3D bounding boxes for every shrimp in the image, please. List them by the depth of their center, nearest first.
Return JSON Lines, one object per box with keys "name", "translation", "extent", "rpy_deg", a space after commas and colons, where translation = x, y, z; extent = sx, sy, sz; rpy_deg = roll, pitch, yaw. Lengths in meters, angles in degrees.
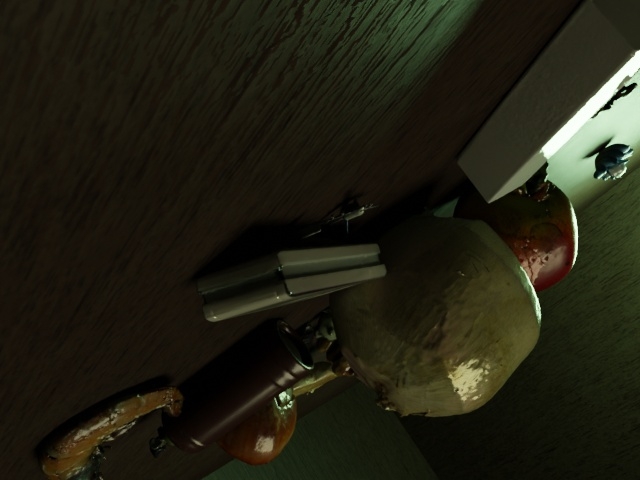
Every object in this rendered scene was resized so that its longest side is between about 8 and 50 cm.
{"name": "shrimp", "translation": [0.355, -0.204, 0.923], "extent": [0.117, 0.066, 0.262], "rpy_deg": [-50, 180, -1]}
{"name": "shrimp", "translation": [-0.301, 0.293, 1.051], "extent": [0.222, 0.054, 0.290], "rpy_deg": [-26, 155, -31]}

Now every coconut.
{"name": "coconut", "translation": [0.150, 0.115, 1.046], "extent": [0.254, 0.297, 0.297], "rpy_deg": [-34, 166, -14]}

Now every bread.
{"name": "bread", "translation": [-0.091, 0.360, 1.707], "extent": [0.315, 0.054, 0.316], "rpy_deg": [-23, 166, -6]}

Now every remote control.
{"name": "remote control", "translation": [-0.021, 0.039, 0.826], "extent": [0.102, 0.056, 0.277], "rpy_deg": [-18, 175, 25]}

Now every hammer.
{"name": "hammer", "translation": [0.000, 0.000, 0.856], "extent": [0.062, 0.013, 0.199], "rpy_deg": [-23, 171, 16]}

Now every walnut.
{"name": "walnut", "translation": [0.081, 0.201, 1.462], "extent": [0.170, 0.143, 0.069], "rpy_deg": [-29, 157, -25]}

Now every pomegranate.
{"name": "pomegranate", "translation": [0.315, -0.021, 1.155], "extent": [0.210, 0.210, 0.235], "rpy_deg": [-23, 135, -39]}

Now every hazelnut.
{"name": "hazelnut", "translation": [-0.132, 0.314, 1.316], "extent": [0.182, 0.182, 0.182], "rpy_deg": [-32, 166, -9]}

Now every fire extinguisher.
{"name": "fire extinguisher", "translation": [-0.168, 0.269, 1.188], "extent": [0.344, 0.102, 0.138], "rpy_deg": [-38, 167, 11]}

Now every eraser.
{"name": "eraser", "translation": [0.269, -0.158, 0.833], "extent": [0.076, 0.078, 0.298], "rpy_deg": [-27, 164, -28]}

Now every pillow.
{"name": "pillow", "translation": [-0.056, 0.218, 1.387], "extent": [0.090, 0.048, 0.150], "rpy_deg": [-25, 161, -23]}

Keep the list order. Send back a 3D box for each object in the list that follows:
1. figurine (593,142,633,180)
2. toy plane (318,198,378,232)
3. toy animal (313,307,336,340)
{"name": "figurine", "translation": [0.716, -0.195, 1.738], "extent": [0.114, 0.079, 0.114], "rpy_deg": [-26, 162, -9]}
{"name": "toy plane", "translation": [0.036, -0.031, 0.825], "extent": [0.077, 0.024, 0.084], "rpy_deg": [-18, 168, -15]}
{"name": "toy animal", "translation": [0.096, 0.152, 1.378], "extent": [0.225, 0.094, 0.121], "rpy_deg": [-5, 157, -3]}
